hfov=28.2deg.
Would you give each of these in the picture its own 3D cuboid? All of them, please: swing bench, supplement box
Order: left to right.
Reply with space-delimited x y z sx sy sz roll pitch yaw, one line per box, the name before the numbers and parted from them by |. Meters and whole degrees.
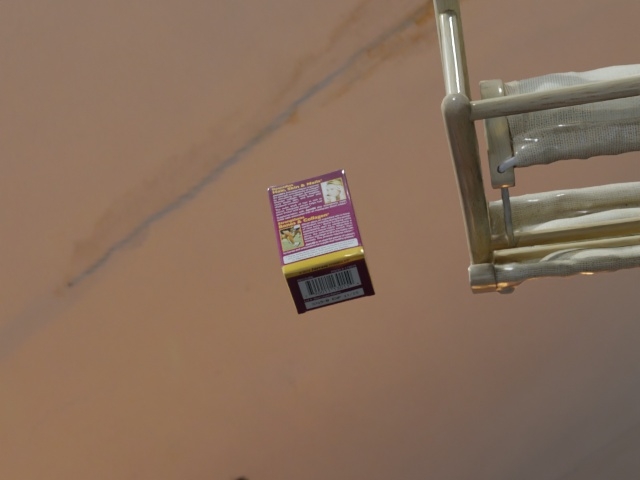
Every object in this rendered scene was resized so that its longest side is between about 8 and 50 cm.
supplement box | 0.000 0.000 0.837 0.055 0.083 0.043 -14 -44 4
swing bench | 0.222 -0.068 0.920 0.253 0.165 0.255 -8 -46 9
